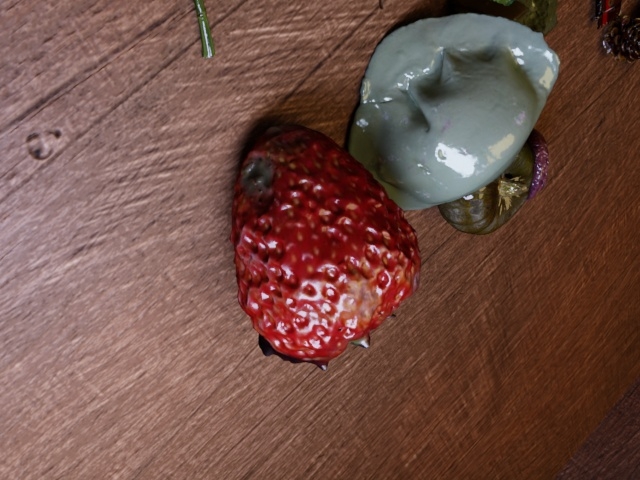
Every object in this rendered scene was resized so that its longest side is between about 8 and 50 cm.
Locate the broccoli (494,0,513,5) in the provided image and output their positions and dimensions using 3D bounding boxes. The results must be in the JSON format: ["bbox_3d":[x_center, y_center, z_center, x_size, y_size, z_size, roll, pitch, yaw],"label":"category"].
[{"bbox_3d":[0.236,-0.475,1.185,0.269,0.254,0.269,-2,104,-8],"label":"broccoli"}]

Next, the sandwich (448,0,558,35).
[{"bbox_3d":[0.342,-0.415,1.395,0.235,0.128,0.122,-45,148,-14],"label":"sandwich"}]

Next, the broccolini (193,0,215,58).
[{"bbox_3d":[-0.155,-0.317,1.002,0.044,0.042,0.218,-31,137,-28],"label":"broccolini"}]

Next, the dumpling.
[{"bbox_3d":[0.203,-0.195,1.345,0.321,0.270,0.212,-55,163,-12],"label":"dumpling"}]

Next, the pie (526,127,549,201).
[{"bbox_3d":[0.410,-0.152,1.644,0.036,0.154,0.155,-1,121,-13],"label":"pie"}]

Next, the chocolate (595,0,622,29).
[{"bbox_3d":[0.574,-0.517,1.645,0.086,0.028,0.183,-36,134,-20],"label":"chocolate"}]

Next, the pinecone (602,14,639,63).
[{"bbox_3d":[0.659,-0.425,1.734,0.102,0.109,0.102,-3,95,-37],"label":"pinecone"}]

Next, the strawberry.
[{"bbox_3d":[0.006,0.013,1.215,0.291,0.291,0.310,-36,144,-24],"label":"strawberry"}]

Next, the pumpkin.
[{"bbox_3d":[0.317,-0.112,1.549,0.219,0.162,0.219,-24,127,-36],"label":"pumpkin"}]
